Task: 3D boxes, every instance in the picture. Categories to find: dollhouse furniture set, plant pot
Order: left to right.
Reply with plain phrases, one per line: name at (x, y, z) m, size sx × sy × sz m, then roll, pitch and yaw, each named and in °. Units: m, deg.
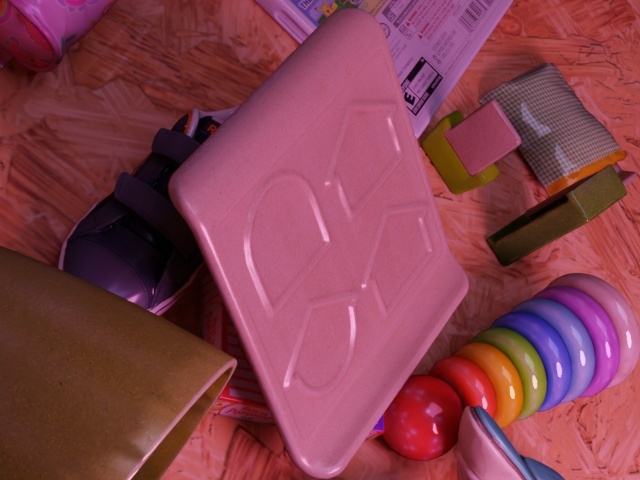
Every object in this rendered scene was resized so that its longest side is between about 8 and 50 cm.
plant pot at (-0.264, 0.115, 1.076) m, size 0.293 × 0.275 × 0.275 m, roll 37°, pitch 48°, yaw 4°
dollhouse furniture set at (0.300, -0.130, 1.675) m, size 0.301 × 0.151 × 0.197 m, roll -31°, pitch 87°, yaw -43°

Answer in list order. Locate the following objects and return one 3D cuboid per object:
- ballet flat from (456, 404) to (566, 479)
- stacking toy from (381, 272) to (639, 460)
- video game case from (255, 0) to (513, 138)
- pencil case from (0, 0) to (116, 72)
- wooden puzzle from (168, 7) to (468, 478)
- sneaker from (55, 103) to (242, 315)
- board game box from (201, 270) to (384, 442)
ballet flat at (0.190, 0.249, 1.398) m, size 0.248 × 0.086 × 0.086 m, roll 42°, pitch 44°, yaw -45°
stacking toy at (0.197, 0.145, 1.473) m, size 0.330 × 0.141 × 0.141 m, roll -21°, pitch 80°, yaw -38°
video game case at (0.073, -0.315, 1.685) m, size 0.300 × 0.036 × 0.329 m, roll 44°, pitch 49°, yaw -10°
pencil case at (-0.232, -0.292, 1.354) m, size 0.124 × 0.124 × 0.284 m, roll 41°, pitch 63°, yaw -12°
wooden puzzle at (0.000, 0.000, 1.312) m, size 0.322 × 0.080 × 0.348 m, roll -51°, pitch 129°, yaw -38°
sneaker at (-0.133, -0.042, 1.313) m, size 0.126 × 0.127 × 0.321 m, roll 38°, pitch 46°, yaw 6°
board game box at (-0.028, 0.116, 1.372) m, size 0.193 × 0.045 × 0.146 m, roll 15°, pitch 58°, yaw -30°
